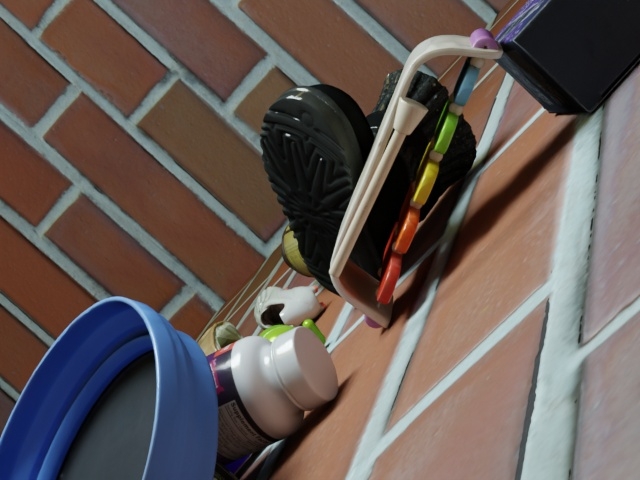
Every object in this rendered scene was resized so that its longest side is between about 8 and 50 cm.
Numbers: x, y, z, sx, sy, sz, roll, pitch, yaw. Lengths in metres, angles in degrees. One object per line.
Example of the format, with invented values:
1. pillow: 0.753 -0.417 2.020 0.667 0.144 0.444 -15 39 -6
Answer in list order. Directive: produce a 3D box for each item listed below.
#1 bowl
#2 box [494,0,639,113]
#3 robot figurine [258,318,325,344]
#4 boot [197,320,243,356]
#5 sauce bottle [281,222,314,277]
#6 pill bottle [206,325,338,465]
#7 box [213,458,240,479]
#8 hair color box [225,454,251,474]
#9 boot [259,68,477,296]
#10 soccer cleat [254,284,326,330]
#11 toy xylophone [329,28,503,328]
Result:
1. bowl: -0.219 0.247 1.344 0.391 0.077 0.391 -40 37 41
2. box: 0.270 -0.220 1.485 0.153 0.108 0.207 -47 4 1
3. robot figurine: -0.044 0.134 1.711 0.101 0.067 0.115 -40 4 -7
4. boot: -0.205 0.232 2.198 0.269 0.089 0.236 -54 16 17
5. sauce bottle: 0.000 0.000 2.177 0.111 0.111 0.344 -49 5 -9
6. pill bottle: -0.084 0.160 1.435 0.193 0.108 0.108 -27 12 21
7. box: -0.113 0.260 1.380 0.062 0.052 0.083 -47 3 22
8. hair color box: -0.206 0.300 1.593 0.339 0.110 0.185 -50 3 -9
9. boot: 0.064 -0.119 1.679 0.260 0.131 0.348 -51 -27 -25
10. soccer cleat: -0.063 0.102 2.056 0.076 0.068 0.196 -27 3 -26
11. toy xylophone: 0.084 -0.062 1.436 0.236 0.081 0.322 -71 2 -67
